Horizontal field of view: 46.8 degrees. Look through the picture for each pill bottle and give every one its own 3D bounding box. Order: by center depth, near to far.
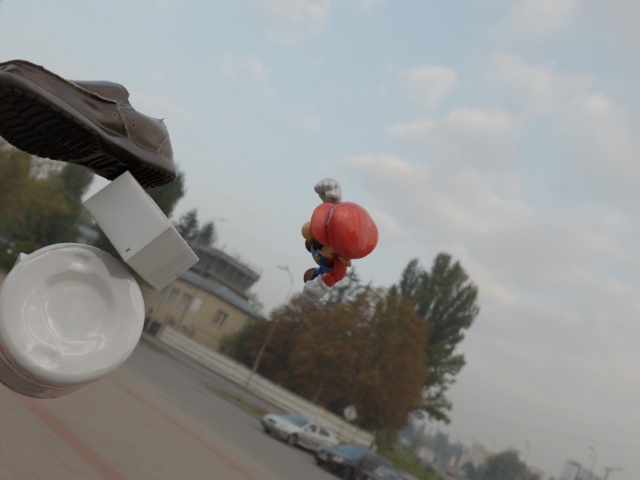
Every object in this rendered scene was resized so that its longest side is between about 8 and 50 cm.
[{"bbox_3d":[-0.462,0.156,1.284,0.224,0.224,0.392,31,-28,-17],"label":"pill bottle"}]

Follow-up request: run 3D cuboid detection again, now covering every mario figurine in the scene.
[{"bbox_3d":[0.000,0.000,1.543,0.198,0.170,0.320,56,-19,10],"label":"mario figurine"}]

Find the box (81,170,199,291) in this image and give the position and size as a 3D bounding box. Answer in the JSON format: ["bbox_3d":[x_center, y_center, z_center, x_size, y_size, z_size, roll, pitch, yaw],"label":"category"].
[{"bbox_3d":[-0.289,-0.011,1.207,0.130,0.091,0.170,49,-9,18],"label":"box"}]

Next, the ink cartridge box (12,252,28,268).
[{"bbox_3d":[-0.684,0.162,1.659,0.065,0.165,0.332,24,11,-25],"label":"ink cartridge box"}]

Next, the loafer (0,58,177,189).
[{"bbox_3d":[-0.364,-0.188,1.140,0.134,0.130,0.366,-12,-20,21],"label":"loafer"}]
